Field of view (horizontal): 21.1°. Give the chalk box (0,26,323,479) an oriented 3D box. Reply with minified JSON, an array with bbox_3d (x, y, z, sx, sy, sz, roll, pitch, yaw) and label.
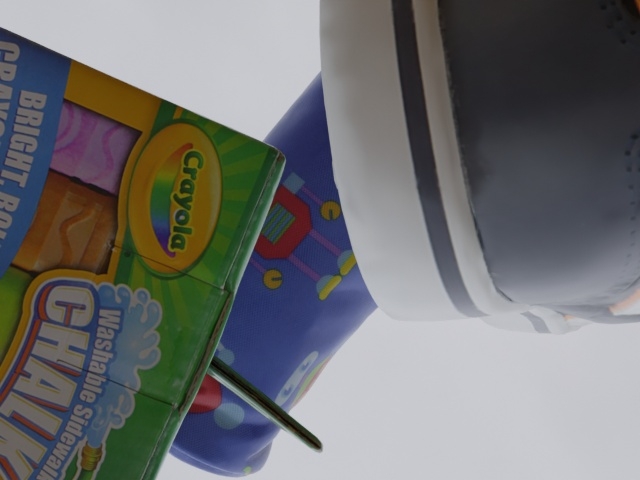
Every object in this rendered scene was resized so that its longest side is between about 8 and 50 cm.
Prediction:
[{"bbox_3d":[-0.128,0.014,0.747,0.289,0.179,0.180,23,175,-10],"label":"chalk box"}]

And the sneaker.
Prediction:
[{"bbox_3d":[0.095,-0.035,0.501,0.321,0.127,0.126,-27,-74,-77],"label":"sneaker"}]

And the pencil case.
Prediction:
[{"bbox_3d":[0.000,0.000,1.010,0.119,0.306,0.133,41,-173,30],"label":"pencil case"}]
